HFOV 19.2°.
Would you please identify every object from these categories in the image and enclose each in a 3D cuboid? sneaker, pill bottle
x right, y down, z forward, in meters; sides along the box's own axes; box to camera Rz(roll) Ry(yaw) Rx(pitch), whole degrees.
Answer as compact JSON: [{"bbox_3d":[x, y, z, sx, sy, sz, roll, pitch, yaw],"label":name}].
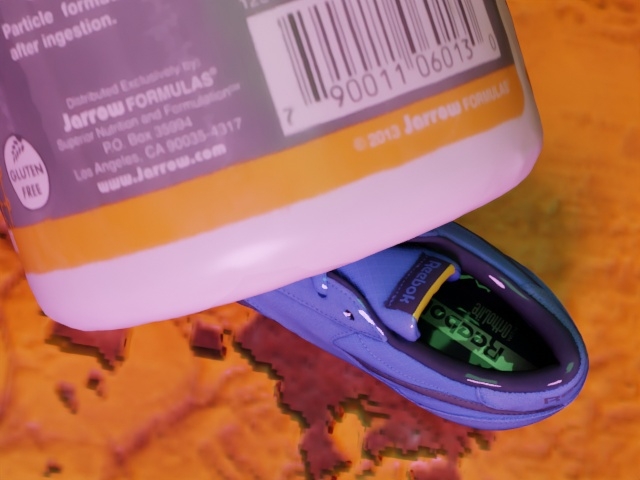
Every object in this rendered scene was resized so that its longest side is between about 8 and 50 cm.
[{"bbox_3d":[0.000,0.000,0.663,0.209,0.082,0.069,28,80,-3],"label":"sneaker"},{"bbox_3d":[-0.049,-0.127,0.550,0.162,0.162,0.278,-20,96,-12],"label":"pill bottle"}]
